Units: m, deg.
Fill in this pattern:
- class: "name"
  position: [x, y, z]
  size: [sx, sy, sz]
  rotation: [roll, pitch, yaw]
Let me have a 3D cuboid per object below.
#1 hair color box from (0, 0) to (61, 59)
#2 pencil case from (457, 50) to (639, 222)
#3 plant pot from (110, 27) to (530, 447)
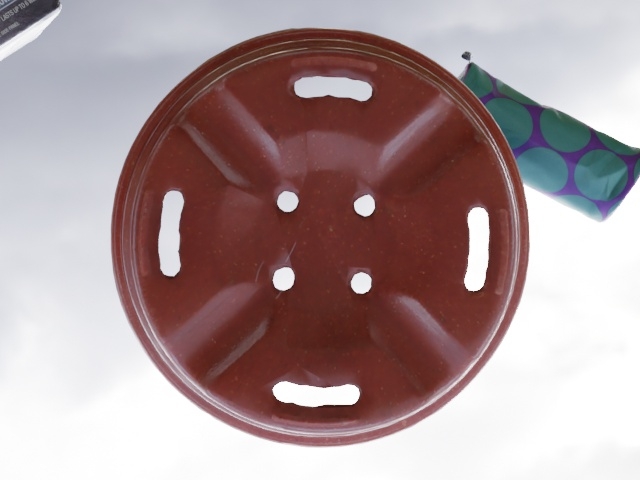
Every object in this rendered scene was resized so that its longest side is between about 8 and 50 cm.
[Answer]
- class: "hair color box"
  position: [-0.379, -0.270, 1.540]
  size: [0.174, 0.347, 0.105]
  rotation: [-38, -175, -23]
- class: "pencil case"
  position: [0.153, -0.071, 1.389]
  size: [0.152, 0.064, 0.070]
  rotation: [28, -153, -2]
- class: "plant pot"
  position: [0.000, 0.000, 1.132]
  size: [0.272, 0.272, 0.265]
  rotation: [-9, -179, 0]
